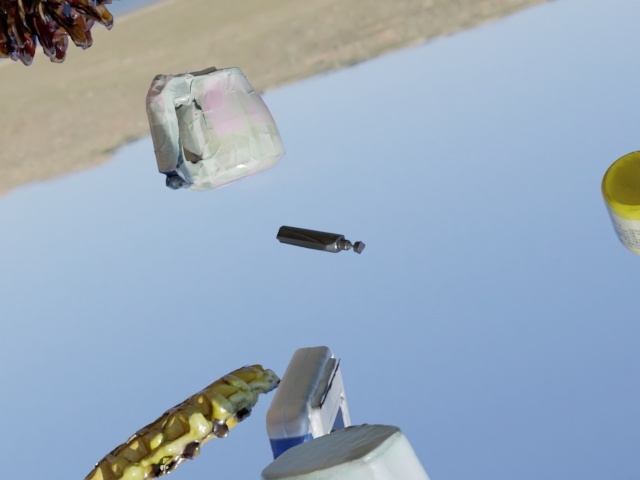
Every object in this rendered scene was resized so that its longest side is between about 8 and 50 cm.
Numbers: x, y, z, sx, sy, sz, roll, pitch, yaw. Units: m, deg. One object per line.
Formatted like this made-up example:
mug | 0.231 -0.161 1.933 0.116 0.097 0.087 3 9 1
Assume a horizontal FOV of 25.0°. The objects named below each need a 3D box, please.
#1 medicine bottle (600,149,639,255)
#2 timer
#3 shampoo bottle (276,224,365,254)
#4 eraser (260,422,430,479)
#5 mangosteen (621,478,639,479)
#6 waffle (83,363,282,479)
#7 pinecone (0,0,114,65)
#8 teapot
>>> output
medicine bottle | 0.504 -0.028 2.180 0.122 0.212 0.121 -14 -132 16
timer | -0.005 0.261 1.954 0.078 0.178 0.253 -9 -163 11
shampoo bottle | 0.000 0.000 2.190 0.137 0.027 0.048 10 -156 25
eraser | 0.075 0.337 1.495 0.189 0.290 0.104 -24 -173 45
mangosteen | 0.438 0.425 1.955 0.231 0.194 0.194 18 -145 41
waffle | -0.258 0.350 2.642 0.380 0.095 0.382 -35 179 18
pinecone | -0.218 -0.207 1.139 0.121 0.140 0.140 1 -163 16
teapot | -0.176 -0.164 2.138 0.222 0.178 0.163 -20 180 -30
